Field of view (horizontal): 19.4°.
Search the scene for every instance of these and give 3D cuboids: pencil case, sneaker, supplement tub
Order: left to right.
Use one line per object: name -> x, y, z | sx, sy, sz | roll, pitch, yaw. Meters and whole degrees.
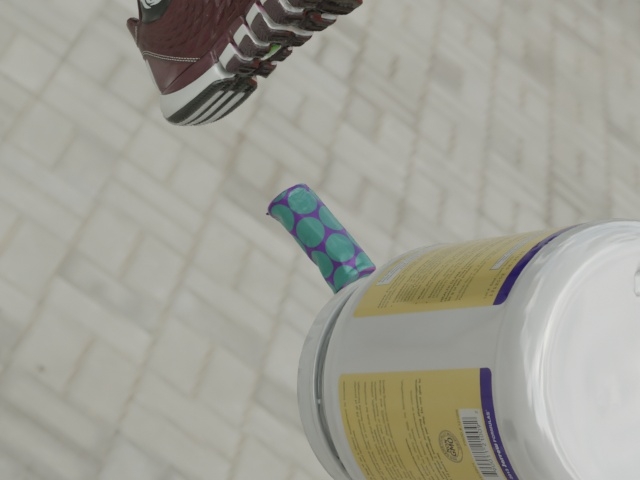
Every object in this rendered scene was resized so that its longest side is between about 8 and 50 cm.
sneaker -> -0.063, -0.237, 1.596 | 0.162, 0.281, 0.106 | 57, 19, 15
pencil case -> 0.000, 0.000, 2.354 | 0.151, 0.070, 0.064 | 51, 42, 10
supplement tub -> 0.152, 0.114, 1.473 | 0.241, 0.241, 0.331 | 25, -17, -27
